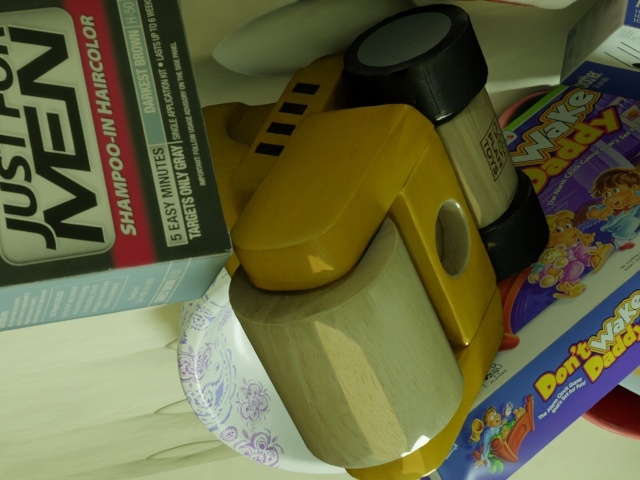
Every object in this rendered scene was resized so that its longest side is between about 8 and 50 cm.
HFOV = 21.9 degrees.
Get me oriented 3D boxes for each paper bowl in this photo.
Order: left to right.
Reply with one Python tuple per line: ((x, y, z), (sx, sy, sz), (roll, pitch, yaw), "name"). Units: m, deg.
((0.004, 0.082, 1.635), (0.284, 0.148, 0.284), (0, 125, 0), "paper bowl")

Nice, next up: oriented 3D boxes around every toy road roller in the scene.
((0.000, 0.000, 1.163), (0.240, 0.202, 0.329), (-6, -144, 30), "toy road roller")

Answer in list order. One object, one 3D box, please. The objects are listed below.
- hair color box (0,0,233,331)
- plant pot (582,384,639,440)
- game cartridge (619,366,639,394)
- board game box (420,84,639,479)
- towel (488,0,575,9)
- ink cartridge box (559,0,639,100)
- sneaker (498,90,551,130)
((-0.259, -0.036, 1.003), (0.374, 0.185, 0.113), (-9, 166, -16), "hair color box")
((0.377, 0.066, 1.834), (0.275, 0.275, 0.243), (-17, -175, 15), "plant pot")
((0.335, 0.051, 1.675), (0.198, 0.297, 0.062), (-63, 179, 18), "game cartridge")
((0.159, 0.026, 1.270), (0.347, 0.078, 0.233), (-38, -144, -14), "board game box")
((0.152, -0.217, 0.983), (0.237, 0.037, 0.329), (-3, 163, -33), "towel")
((0.240, -0.142, 1.176), (0.097, 0.046, 0.207), (11, 174, -3), "ink cartridge box")
((0.275, -0.085, 1.523), (0.314, 0.116, 0.136), (1, 172, -24), "sneaker")
